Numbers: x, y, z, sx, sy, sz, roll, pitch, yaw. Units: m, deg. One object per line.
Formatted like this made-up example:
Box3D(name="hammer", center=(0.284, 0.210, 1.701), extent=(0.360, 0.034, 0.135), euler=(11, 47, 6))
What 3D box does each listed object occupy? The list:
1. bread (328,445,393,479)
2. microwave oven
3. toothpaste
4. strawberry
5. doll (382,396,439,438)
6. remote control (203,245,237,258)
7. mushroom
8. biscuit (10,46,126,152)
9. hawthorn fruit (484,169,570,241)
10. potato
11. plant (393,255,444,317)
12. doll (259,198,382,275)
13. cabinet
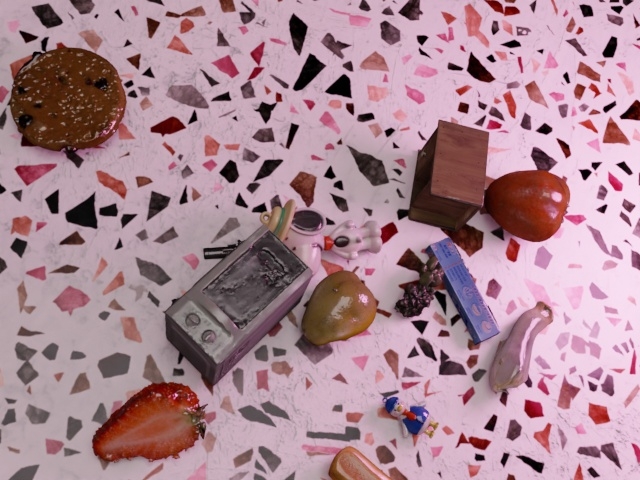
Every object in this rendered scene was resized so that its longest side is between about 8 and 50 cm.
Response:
Box3D(name="bread", center=(0.122, 0.557, 1.771), extent=(0.239, 0.074, 0.092), euler=(40, 68, 5))
Box3D(name="microwave oven", center=(-0.190, 0.140, 1.774), extent=(0.181, 0.237, 0.295), euler=(43, 67, 7))
Box3D(name="toothpaste", center=(0.357, 0.125, 2.006), extent=(0.066, 0.053, 0.272), euler=(-23, 76, -15))
Box3D(name="strawberry", center=(-0.364, 0.380, 1.723), extent=(0.235, 0.107, 0.175), euler=(5, 105, -10))
Box3D(name="doll", center=(0.206, 0.407, 1.861), extent=(0.142, 0.058, 0.099), euler=(32, 80, 7))
Box3D(name="remote control", center=(-0.237, 0.027, 1.928), extent=(0.091, 0.016, 0.034), euler=(-4, 75, -14))
Box3D(name="mushroom", center=(0.495, 0.260, 1.963), extent=(0.096, 0.099, 0.278), euler=(35, 62, -4))
Box3D(name="biscuit", center=(-0.616, -0.342, 1.955), extent=(0.295, 0.075, 0.296), euler=(2, 68, -6))
Box3D(name="hawthorn fruit", center=(0.515, -0.099, 2.067), extent=(0.251, 0.199, 0.200), euler=(14, 64, 19))
Box3D(name="potato", center=(0.036, 0.166, 1.878), extent=(0.194, 0.157, 0.157), euler=(-41, 82, -10))
Box3D(name="plant", center=(0.249, 0.118, 1.960), extent=(0.085, 0.087, 0.174), euler=(45, 72, -29))
Box3D(name="doll", center=(0.004, -0.021, 1.949), extent=(0.271, 0.144, 0.208), euler=(-24, 97, -17))
Box3D(name="cabinet", center=(0.323, -0.165, 2.043), extent=(0.148, 0.175, 0.215), euler=(14, 67, -7))
